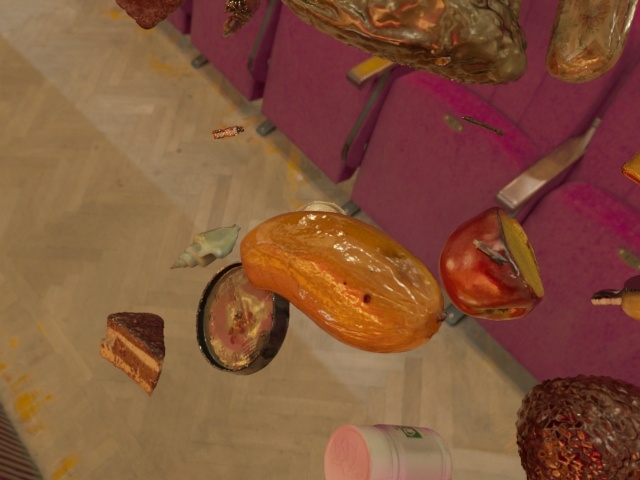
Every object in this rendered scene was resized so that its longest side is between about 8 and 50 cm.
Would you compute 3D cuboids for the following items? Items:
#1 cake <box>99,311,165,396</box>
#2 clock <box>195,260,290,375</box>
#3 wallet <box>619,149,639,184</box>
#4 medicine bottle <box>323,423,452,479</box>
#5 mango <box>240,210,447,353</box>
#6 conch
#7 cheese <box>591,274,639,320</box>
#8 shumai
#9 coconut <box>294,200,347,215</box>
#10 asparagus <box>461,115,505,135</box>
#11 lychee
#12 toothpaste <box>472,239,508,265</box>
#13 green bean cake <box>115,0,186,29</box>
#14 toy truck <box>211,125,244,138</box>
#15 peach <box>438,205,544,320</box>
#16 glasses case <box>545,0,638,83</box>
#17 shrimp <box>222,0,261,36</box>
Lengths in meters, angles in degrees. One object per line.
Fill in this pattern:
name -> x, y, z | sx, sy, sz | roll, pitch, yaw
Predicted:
cake -> -0.391, 0.252, 1.220 | 0.245, 0.135, 0.113 | 18, 100, 39
clock -> -0.217, 0.205, 1.425 | 0.312, 0.061, 0.313 | -12, 69, 34
wallet -> 0.799, -0.208, 1.147 | 0.141, 0.067, 0.241 | 45, 111, 23
medicine bottle -> 0.194, 0.634, 1.495 | 0.325, 0.212, 0.212 | 16, 49, -34
mango -> 0.024, 0.052, 0.815 | 0.359, 0.187, 0.144 | 27, 26, 23
conch -> -0.225, 0.012, 1.063 | 0.180, 0.088, 0.065 | -36, 102, -32
cheese -> 0.293, 0.048, 0.466 | 0.086, 0.162, 0.036 | -20, 85, -5
shumai -> 0.150, -0.414, 0.743 | 0.397, 0.324, 0.324 | 34, 28, 30
coconut -> 0.000, 0.000, 1.839 | 0.237, 0.266, 0.238 | -2, 59, 3
asparagus -> 0.371, -0.258, 1.187 | 0.165, 0.013, 0.016 | 7, 25, -38
lychee -> 0.446, 0.341, 0.842 | 0.260, 0.261, 0.261 | 0, 57, 0
toothpaste -> 0.357, 0.026, 1.112 | 0.083, 0.027, 0.019 | 37, 57, 1
green bean cake -> -0.295, -0.447, 0.890 | 0.135, 0.135, 0.056 | -33, 55, 11
toy truck -> -0.236, -0.277, 1.344 | 0.083, 0.024, 0.032 | -5, 29, 23
peach -> 0.414, 0.053, 1.292 | 0.245, 0.249, 0.275 | -4, 60, 14
glasses case -> 0.578, -0.533, 1.081 | 0.097, 0.156, 0.426 | 16, 88, -27
shrimp -> -0.143, -0.400, 0.929 | 0.042, 0.190, 0.101 | 37, 104, -12
